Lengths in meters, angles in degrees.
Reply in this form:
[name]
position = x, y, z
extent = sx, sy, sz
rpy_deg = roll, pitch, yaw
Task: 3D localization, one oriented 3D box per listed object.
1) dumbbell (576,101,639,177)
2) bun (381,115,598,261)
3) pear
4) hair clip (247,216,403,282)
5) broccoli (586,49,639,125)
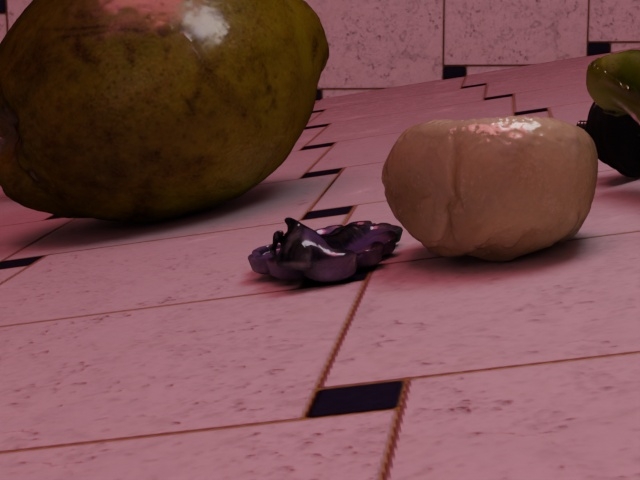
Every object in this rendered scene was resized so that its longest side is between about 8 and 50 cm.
[dumbbell]
position = 0.330, -0.108, 1.251
extent = 0.099, 0.099, 0.208
rpy_deg = -18, 15, -39
[bun]
position = 0.132, -0.037, 1.042
extent = 0.188, 0.111, 0.164
rpy_deg = -3, -6, 44
[pear]
position = -0.192, -0.184, 1.541
extent = 0.413, 0.352, 0.352
rpy_deg = -26, 17, -28
[hair clip]
position = 0.000, -0.002, 1.110
extent = 0.124, 0.052, 0.195
rpy_deg = 0, 7, 18
[broccoli]
position = 0.321, -0.118, 1.090
extent = 0.145, 0.165, 0.304
rpy_deg = -27, 20, -16
